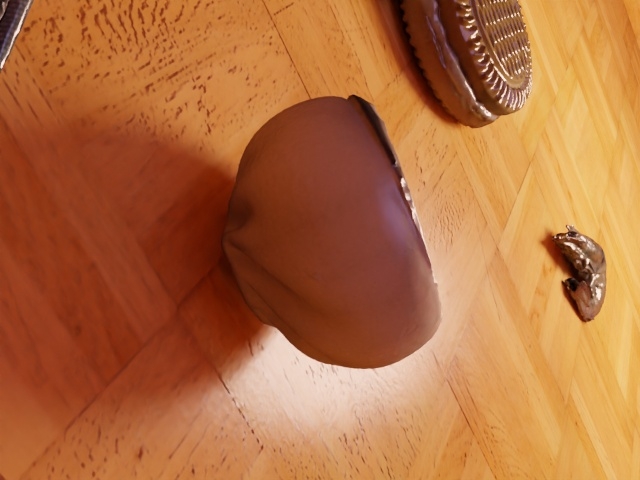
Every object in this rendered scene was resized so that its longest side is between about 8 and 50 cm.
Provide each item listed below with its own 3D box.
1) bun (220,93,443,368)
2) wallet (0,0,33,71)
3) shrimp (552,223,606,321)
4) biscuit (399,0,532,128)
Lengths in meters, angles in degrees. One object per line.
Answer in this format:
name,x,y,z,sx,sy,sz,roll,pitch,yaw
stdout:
bun,0.000,0.000,0.482,0.173,0.120,0.173,-18,90,-89
wallet,-0.236,-0.167,0.216,0.342,0.075,0.237,39,56,-47
shrimp,0.389,0.049,1.142,0.223,0.047,0.126,30,63,-50
biscuit,0.175,-0.257,0.902,0.259,0.079,0.259,29,53,-48
